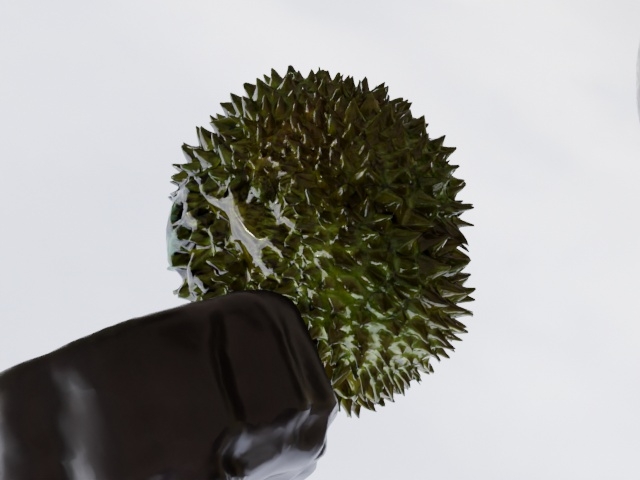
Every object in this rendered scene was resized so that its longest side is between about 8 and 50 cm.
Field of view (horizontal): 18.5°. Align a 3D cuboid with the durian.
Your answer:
[{"bbox_3d":[-0.003,-0.002,1.466,0.224,0.291,0.291,4,-151,-9],"label":"durian"}]

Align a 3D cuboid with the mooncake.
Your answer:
[{"bbox_3d":[-0.121,0.140,1.275,0.283,0.283,0.141,-11,-106,-54],"label":"mooncake"}]

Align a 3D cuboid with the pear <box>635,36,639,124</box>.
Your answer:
[{"bbox_3d":[0.362,-0.122,1.336,0.304,0.304,0.304,22,-155,-11],"label":"pear"}]
